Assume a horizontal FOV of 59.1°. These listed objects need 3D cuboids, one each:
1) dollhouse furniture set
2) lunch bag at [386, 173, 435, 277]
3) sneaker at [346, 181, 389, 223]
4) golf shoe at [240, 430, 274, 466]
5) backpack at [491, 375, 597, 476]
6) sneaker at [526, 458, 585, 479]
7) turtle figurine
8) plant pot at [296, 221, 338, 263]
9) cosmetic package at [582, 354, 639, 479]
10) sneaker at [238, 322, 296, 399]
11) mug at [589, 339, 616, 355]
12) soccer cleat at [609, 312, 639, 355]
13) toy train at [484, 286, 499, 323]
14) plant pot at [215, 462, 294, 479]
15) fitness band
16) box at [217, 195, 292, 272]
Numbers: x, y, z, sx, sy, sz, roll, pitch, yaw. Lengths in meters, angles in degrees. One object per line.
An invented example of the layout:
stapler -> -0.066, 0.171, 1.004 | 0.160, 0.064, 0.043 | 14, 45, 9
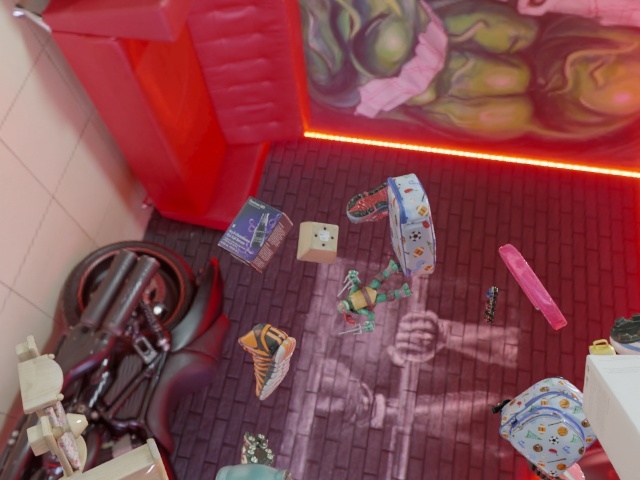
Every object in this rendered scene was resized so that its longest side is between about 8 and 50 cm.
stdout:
dollhouse furniture set -> -0.414, 0.366, 1.055 | 0.355, 0.173, 0.304 | 40, -37, 50
lunch bag -> 0.277, -0.044, 1.781 | 0.243, 0.114, 0.304 | -104, -176, -54
sneaker -> 0.206, -0.129, 1.970 | 0.125, 0.261, 0.104 | 102, -30, -68
golf shoe -> -0.232, 0.784, 2.007 | 0.273, 0.105, 0.120 | -177, -75, -81
backpack -> 0.722, 0.574, 1.770 | 0.263, 0.276, 0.213 | -53, 180, 18
sneaker -> 0.846, 0.802, 1.898 | 0.314, 0.136, 0.116 | 50, -39, 49
turtle figurine -> 0.128, 0.159, 1.598 | 0.175, 0.234, 0.118 | 63, -5, -1
plant pot -> 0.000, 0.000, 1.568 | 0.096, 0.108, 0.109 | 138, -42, -74
cosmetic package -> 0.685, 0.381, 1.110 | 0.385, 0.217, 0.156 | -65, 152, -69
sneaker -> -0.204, 0.409, 1.985 | 0.124, 0.180, 0.321 | -34, 151, -53
mug -> 0.862, 0.344, 1.722 | 0.078, 0.064, 0.062 | 53, 26, -54
soccer cleat -> 0.915, 0.233, 1.426 | 0.143, 0.331, 0.116 | 54, 36, -25
toy train -> 0.543, 0.206, 1.803 | 0.027, 0.036, 0.158 | -67, 158, -46
plant pot -> -0.170, 0.803, 1.695 | 0.293, 0.196, 0.293 | -19, 90, -84
fitness band -> 0.636, 0.138, 1.705 | 0.291, 0.054, 0.209 | 57, 14, 11
box -> -0.219, -0.021, 1.920 | 0.207, 0.153, 0.108 | -59, 155, -11
